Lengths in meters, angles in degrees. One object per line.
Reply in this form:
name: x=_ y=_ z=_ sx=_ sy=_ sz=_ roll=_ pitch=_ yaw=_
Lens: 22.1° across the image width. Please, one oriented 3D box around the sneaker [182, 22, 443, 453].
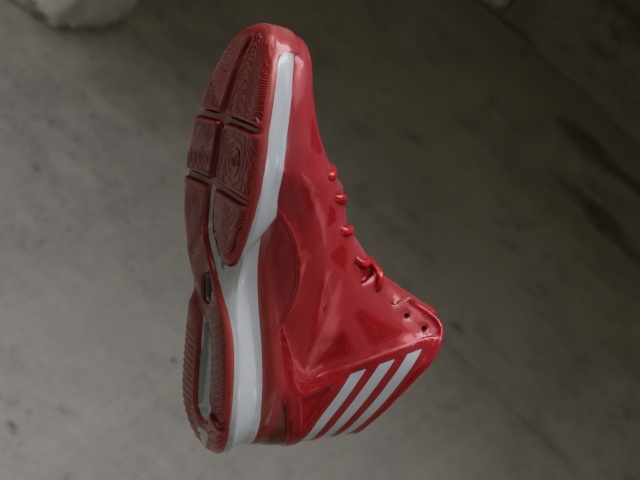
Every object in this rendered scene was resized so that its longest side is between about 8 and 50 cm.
sneaker: x=0.000 y=0.000 z=0.860 sx=0.128 sy=0.221 sz=0.087 roll=1 pitch=15 yaw=-27
